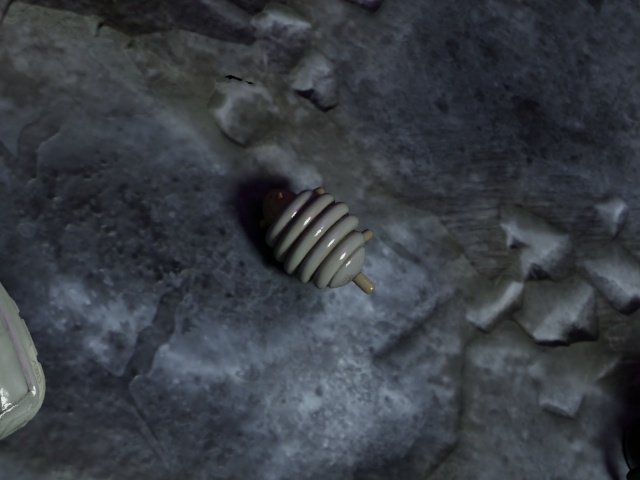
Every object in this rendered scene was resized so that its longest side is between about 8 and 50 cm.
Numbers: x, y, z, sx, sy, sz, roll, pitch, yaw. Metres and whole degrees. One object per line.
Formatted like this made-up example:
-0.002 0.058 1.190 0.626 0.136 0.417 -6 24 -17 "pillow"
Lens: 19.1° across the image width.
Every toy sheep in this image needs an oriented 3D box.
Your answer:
0.000 0.000 1.718 0.132 0.091 0.091 37 48 10 "toy sheep"

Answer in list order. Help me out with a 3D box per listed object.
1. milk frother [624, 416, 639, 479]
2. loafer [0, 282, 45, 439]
0.381 0.223 1.839 0.143 0.135 0.129 43 51 -10 "milk frother"
-0.322 0.012 1.466 0.111 0.112 0.319 -21 81 -49 "loafer"
